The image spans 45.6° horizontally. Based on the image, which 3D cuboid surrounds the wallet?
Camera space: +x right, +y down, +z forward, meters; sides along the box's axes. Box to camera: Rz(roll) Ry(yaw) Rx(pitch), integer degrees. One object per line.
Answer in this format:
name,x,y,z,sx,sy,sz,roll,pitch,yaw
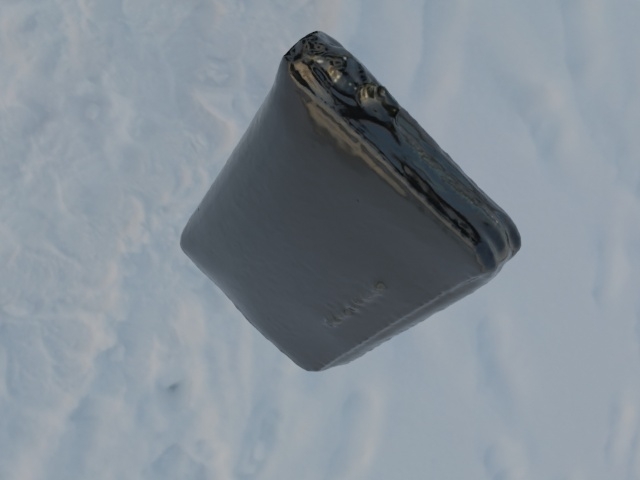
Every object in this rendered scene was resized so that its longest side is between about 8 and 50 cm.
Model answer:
wallet,0.000,0.000,0.434,0.149,0.250,0.044,45,58,-2
